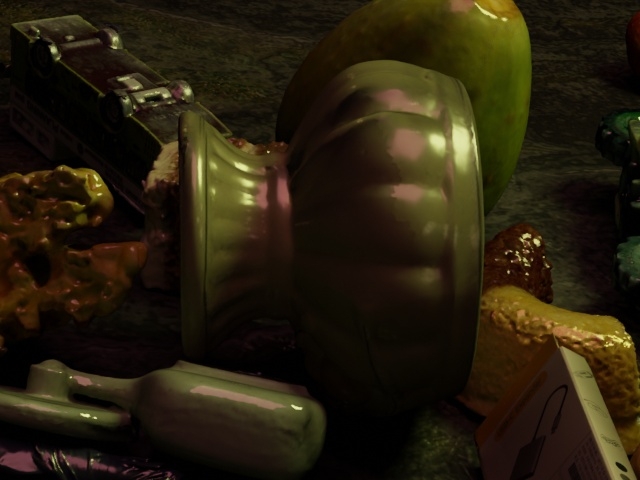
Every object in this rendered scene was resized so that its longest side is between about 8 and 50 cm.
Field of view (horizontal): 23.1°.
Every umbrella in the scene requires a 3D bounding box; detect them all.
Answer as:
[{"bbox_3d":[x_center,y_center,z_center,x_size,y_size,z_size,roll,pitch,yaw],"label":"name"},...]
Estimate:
[{"bbox_3d":[-0.145,0.195,1.193,0.248,0.071,0.071,14,27,-1],"label":"umbrella"}]

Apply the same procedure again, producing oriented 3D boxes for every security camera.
[{"bbox_3d":[-0.144,0.128,1.241,0.302,0.080,0.157,10,-3,1],"label":"security camera"}]

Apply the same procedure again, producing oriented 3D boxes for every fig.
[{"bbox_3d":[0.095,-0.141,1.623,0.258,0.326,0.258,13,48,-15],"label":"fig"}]

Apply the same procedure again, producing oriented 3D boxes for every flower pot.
[{"bbox_3d":[0.000,0.000,1.340,0.244,0.307,0.307,0,28,-2],"label":"flower pot"}]

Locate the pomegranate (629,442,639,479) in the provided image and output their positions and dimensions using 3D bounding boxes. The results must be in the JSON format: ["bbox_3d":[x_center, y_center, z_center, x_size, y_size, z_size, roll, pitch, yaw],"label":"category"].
[{"bbox_3d":[0.319,0.203,1.183,0.191,0.191,0.191,7,27,-4],"label":"pomegranate"}]

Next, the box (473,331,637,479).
[{"bbox_3d":[0.184,0.184,1.228,0.033,0.129,0.247,27,23,-17],"label":"box"}]

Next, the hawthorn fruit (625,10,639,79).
[{"bbox_3d":[0.527,-0.257,2.180,0.163,0.162,0.203,-13,50,-36],"label":"hawthorn fruit"}]

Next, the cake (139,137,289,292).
[{"bbox_3d":[-0.098,-0.023,1.545,0.147,0.135,0.134,7,27,8],"label":"cake"}]

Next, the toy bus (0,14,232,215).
[{"bbox_3d":[-0.229,-0.133,1.709,0.113,0.139,0.302,-16,39,-38],"label":"toy bus"}]

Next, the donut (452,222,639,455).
[{"bbox_3d":[0.179,0.077,1.453,0.151,0.112,0.295,0,27,-21],"label":"donut"}]

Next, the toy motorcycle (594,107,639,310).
[{"bbox_3d":[0.420,-0.033,1.689,0.237,0.168,0.410,5,32,5],"label":"toy motorcycle"}]

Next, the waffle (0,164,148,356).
[{"bbox_3d":[-0.321,0.039,1.263,0.261,0.151,0.324,-12,5,42],"label":"waffle"}]
